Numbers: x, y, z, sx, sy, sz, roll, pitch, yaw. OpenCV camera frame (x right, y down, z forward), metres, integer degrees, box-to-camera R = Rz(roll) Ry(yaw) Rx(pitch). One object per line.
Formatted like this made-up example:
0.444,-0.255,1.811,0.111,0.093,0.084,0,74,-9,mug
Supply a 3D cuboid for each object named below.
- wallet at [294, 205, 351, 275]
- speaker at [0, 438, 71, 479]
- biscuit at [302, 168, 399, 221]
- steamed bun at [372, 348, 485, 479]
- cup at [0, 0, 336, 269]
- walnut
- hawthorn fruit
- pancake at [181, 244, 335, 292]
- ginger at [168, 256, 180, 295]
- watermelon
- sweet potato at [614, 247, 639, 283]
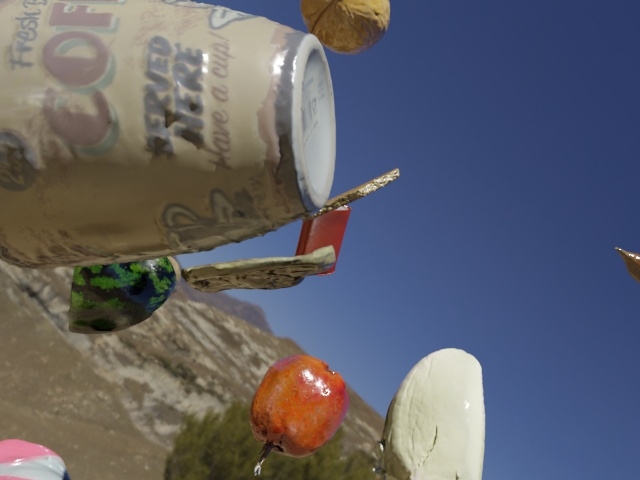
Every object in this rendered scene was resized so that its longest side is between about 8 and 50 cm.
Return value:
0.000,0.000,1.994,0.045,0.142,0.204,42,-53,46,wallet
-0.704,0.600,1.684,0.294,0.294,0.294,45,-14,15,speaker
0.071,-0.101,1.671,0.131,0.237,0.026,-56,122,-77,biscuit
0.154,0.276,1.044,0.153,0.238,0.169,2,-40,7,steamed bun
-0.116,-0.106,0.624,0.257,0.301,0.227,1,-55,10,cup
0.045,-0.413,1.307,0.165,0.165,0.197,50,7,-5,walnut
-0.065,0.391,1.632,0.211,0.299,0.211,31,-25,16,hawthorn fruit
-0.095,0.050,1.093,0.242,0.242,0.050,135,-54,-76,pancake
-0.449,0.088,1.955,0.152,0.138,0.267,44,-5,1,ginger
-0.340,0.076,1.201,0.137,0.145,0.193,-20,-50,33,watermelon
0.603,0.047,1.403,0.117,0.049,0.049,35,-10,-15,sweet potato
